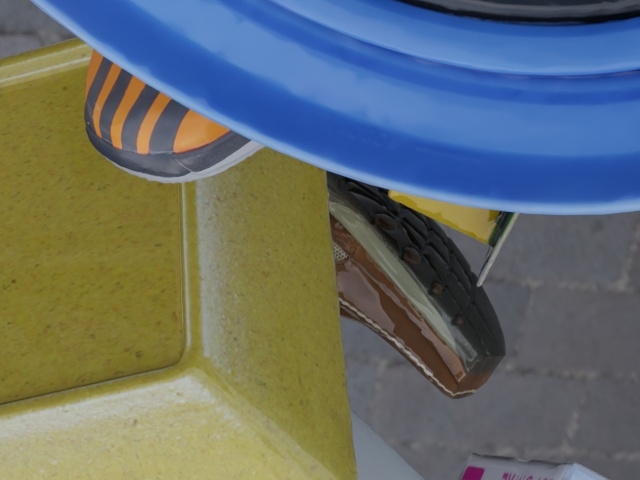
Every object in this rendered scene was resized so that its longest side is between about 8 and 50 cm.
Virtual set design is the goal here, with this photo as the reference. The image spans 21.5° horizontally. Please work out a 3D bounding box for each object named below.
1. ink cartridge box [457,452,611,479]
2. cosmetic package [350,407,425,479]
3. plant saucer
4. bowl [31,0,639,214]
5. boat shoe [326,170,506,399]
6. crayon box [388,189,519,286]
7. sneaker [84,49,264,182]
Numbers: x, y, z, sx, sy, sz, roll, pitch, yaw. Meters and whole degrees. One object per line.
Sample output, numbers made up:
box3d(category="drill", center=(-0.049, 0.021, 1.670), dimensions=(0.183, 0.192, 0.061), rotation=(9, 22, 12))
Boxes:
box3d(category="ink cartridge box", center=(0.222, 0.201, 0.845), dimensions=(0.311, 0.186, 0.065), rotation=(26, 81, -5))
box3d(category="cosmetic package", center=(-0.054, 0.343, 1.225), dimensions=(0.329, 0.327, 0.394), rotation=(-39, 104, 24))
box3d(category="plant saucer", center=(-0.162, 0.015, 0.895), dimensions=(0.332, 0.333, 0.081), rotation=(-14, 144, 11))
box3d(category="bowl", center=(0.003, -0.165, 0.486), dimensions=(0.391, 0.077, 0.391), rotation=(23, 150, 14))
box3d(category="boat shoe", center=(0.000, 0.000, 1.241), dimensions=(0.120, 0.324, 0.122), rotation=(-50, 156, 18))
box3d(category="crayon box", center=(0.140, -0.142, 1.140), dimensions=(0.083, 0.323, 0.203), rotation=(25, 124, 0))
box3d(category="sneaker", center=(-0.028, -0.191, 0.739), dimensions=(0.124, 0.321, 0.180), rotation=(20, 160, 24))
